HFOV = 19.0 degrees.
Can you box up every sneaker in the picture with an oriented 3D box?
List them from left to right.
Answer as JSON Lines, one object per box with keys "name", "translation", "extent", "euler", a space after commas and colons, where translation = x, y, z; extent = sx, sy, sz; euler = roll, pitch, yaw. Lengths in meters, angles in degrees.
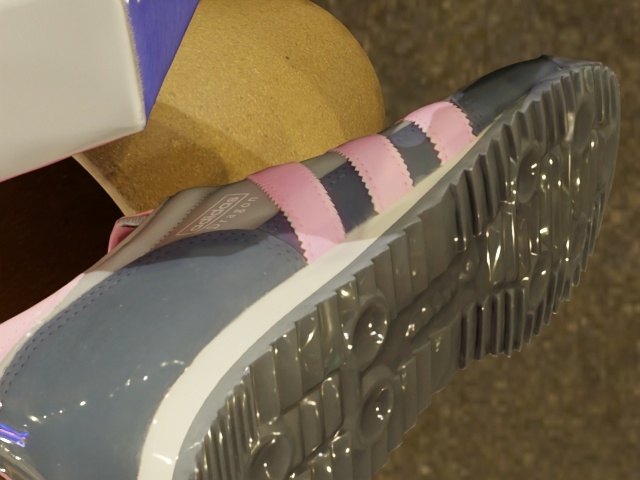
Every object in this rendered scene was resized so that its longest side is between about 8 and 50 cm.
{"name": "sneaker", "translation": [0.000, 0.000, 0.683], "extent": [0.131, 0.319, 0.112], "euler": [15, 118, 29]}

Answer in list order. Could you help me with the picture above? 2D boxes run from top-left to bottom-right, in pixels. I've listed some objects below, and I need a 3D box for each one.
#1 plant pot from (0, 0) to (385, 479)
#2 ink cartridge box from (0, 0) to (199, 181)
{"name": "plant pot", "translation": [-0.083, -0.024, 0.930], "extent": [0.237, 0.254, 0.237], "euler": [18, 127, 26]}
{"name": "ink cartridge box", "translation": [-0.131, -0.080, 0.631], "extent": [0.371, 0.176, 0.069], "euler": [-20, 123, 29]}
